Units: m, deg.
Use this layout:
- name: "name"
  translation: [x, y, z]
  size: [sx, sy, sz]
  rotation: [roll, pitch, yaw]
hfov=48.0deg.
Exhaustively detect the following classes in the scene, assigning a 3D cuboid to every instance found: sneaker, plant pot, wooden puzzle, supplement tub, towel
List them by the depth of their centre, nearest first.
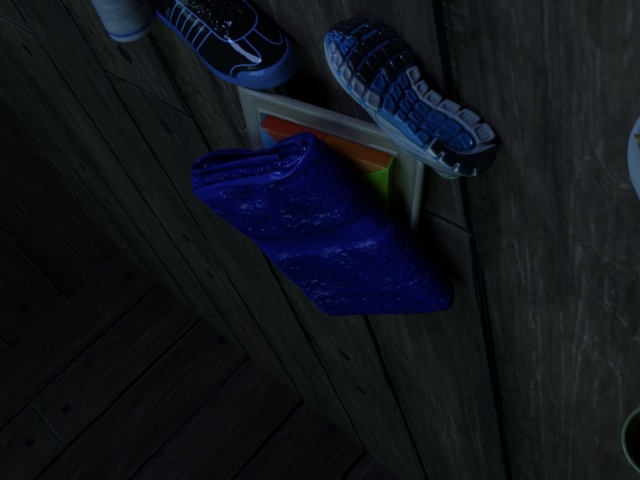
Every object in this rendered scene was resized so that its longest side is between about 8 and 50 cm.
- name: "sneaker"
  translation: [0.072, -0.122, 0.669]
  size: [0.191, 0.071, 0.083]
  rotation: [46, 167, -1]
- name: "plant pot"
  translation: [0.368, 0.224, 0.769]
  size: [0.083, 0.083, 0.079]
  rotation: [32, 168, 35]
- name: "sneaker"
  translation: [-0.122, -0.249, 0.781]
  size: [0.232, 0.081, 0.090]
  rotation: [37, 167, 26]
- name: "wooden puzzle"
  translation: [0.009, -0.078, 0.856]
  size: [0.238, 0.044, 0.221]
  rotation: [24, 156, 16]
- name: "towel"
  translation: [0.000, 0.000, 0.886]
  size: [0.227, 0.076, 0.308]
  rotation: [-2, 144, 48]
- name: "supplement tub"
  translation: [-0.267, -0.323, 0.948]
  size: [0.071, 0.071, 0.107]
  rotation: [34, 159, 29]

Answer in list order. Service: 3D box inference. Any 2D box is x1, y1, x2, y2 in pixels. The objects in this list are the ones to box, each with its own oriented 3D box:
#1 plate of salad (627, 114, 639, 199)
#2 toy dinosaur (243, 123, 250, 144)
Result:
- name: "plate of salad"
  translation: [0.287, -0.019, 0.462]
  size: [0.200, 0.048, 0.200]
  rotation: [39, 160, 17]
- name: "toy dinosaur"
  translation: [-0.071, -0.136, 0.980]
  size: [0.090, 0.047, 0.082]
  rotation: [48, -179, -39]
